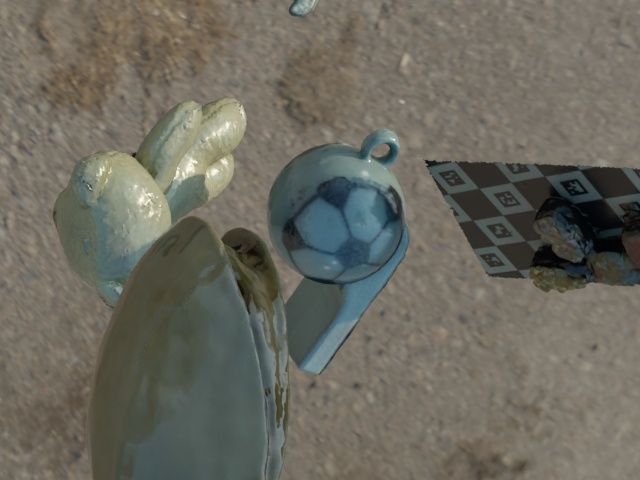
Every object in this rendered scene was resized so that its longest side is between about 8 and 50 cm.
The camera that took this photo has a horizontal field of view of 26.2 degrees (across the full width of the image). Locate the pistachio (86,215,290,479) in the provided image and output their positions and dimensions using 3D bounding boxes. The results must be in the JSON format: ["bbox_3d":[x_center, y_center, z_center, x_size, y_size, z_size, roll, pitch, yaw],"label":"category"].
[{"bbox_3d":[-0.075,0.095,0.844,0.136,0.136,0.226,14,72,-33],"label":"pistachio"}]

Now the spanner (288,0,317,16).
[{"bbox_3d":[0.068,-0.342,1.645,0.302,0.017,0.071,-31,102,-26],"label":"spanner"}]

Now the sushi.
[{"bbox_3d":[0.246,0.003,1.363,0.192,0.279,0.043,56,51,-40],"label":"sushi"}]

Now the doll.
[{"bbox_3d":[-0.184,-0.057,1.479,0.278,0.149,0.175,-39,123,-47],"label":"doll"}]

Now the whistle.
[{"bbox_3d":[0.000,0.000,1.476,0.163,0.163,0.290,18,116,-34],"label":"whistle"}]
